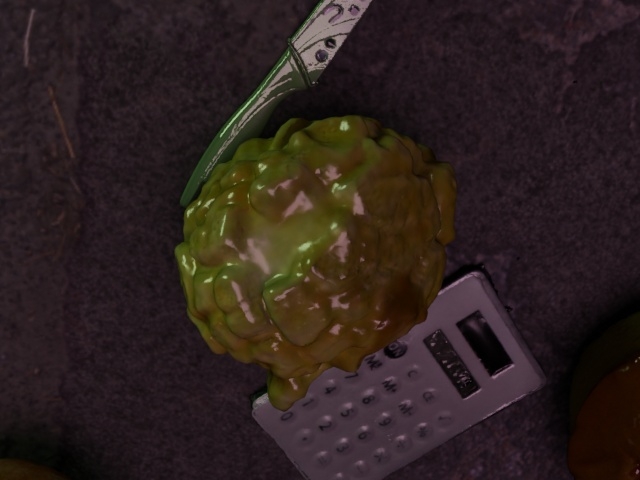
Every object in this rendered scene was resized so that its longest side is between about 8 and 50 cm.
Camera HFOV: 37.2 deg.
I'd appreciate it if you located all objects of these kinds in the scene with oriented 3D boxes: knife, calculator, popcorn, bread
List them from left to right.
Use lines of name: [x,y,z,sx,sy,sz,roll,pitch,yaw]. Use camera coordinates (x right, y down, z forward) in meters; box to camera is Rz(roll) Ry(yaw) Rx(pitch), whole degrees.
knife: [-0.024,-0.136,0.785,0.043,0.020,0.293,34,104,-17]
popcorn: [0.003,0.011,0.758,0.235,0.181,0.217,-27,109,-29]
calculator: [0.080,0.144,0.917,0.261,0.021,0.161,-33,113,7]
bread: [0.362,0.179,0.882,0.270,0.148,0.270,3,113,7]

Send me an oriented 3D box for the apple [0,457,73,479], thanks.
apple: [-0.277,0.287,0.854,0.173,0.160,0.195,34,103,-23]
